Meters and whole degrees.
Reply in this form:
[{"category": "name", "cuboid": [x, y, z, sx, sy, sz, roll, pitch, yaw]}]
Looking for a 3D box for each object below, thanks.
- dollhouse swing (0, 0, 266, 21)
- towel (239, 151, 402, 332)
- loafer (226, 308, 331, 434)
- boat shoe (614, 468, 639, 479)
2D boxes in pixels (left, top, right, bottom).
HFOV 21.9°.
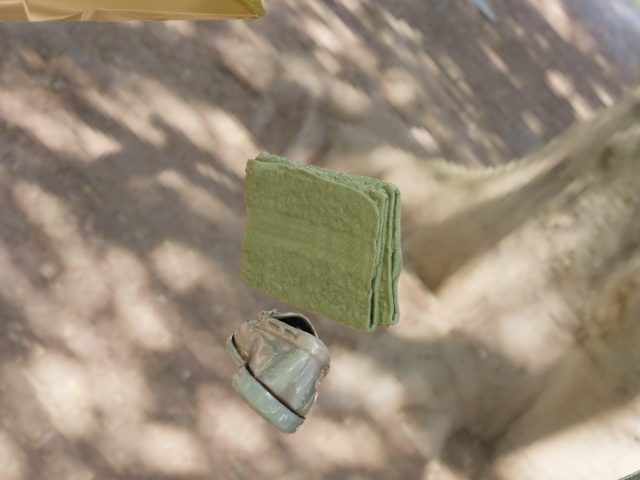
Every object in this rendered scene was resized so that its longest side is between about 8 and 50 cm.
[{"category": "dollhouse swing", "cuboid": [-0.173, -0.344, 0.976, 0.305, 0.315, 0.346, 101, -12, -77]}, {"category": "towel", "cuboid": [0.000, 0.000, 1.174, 0.148, 0.110, 0.027, 15, 17, 40]}, {"category": "loafer", "cuboid": [-0.012, 0.050, 0.704, 0.045, 0.039, 0.125, 41, 4, -7]}, {"category": "boat shoe", "cuboid": [0.189, 0.200, 0.980, 0.095, 0.335, 0.112, 23, -44, 62]}]
